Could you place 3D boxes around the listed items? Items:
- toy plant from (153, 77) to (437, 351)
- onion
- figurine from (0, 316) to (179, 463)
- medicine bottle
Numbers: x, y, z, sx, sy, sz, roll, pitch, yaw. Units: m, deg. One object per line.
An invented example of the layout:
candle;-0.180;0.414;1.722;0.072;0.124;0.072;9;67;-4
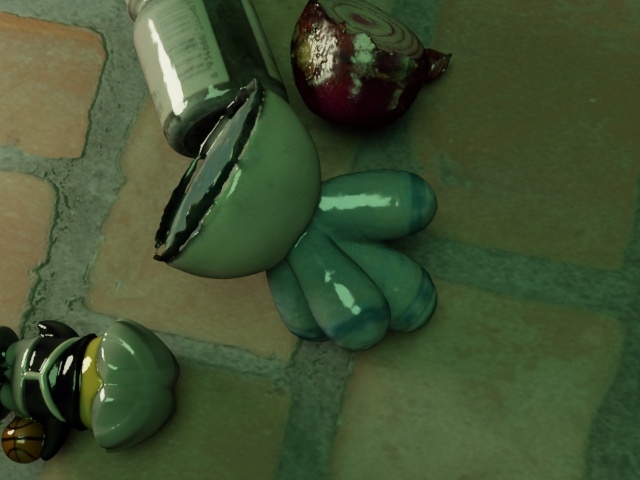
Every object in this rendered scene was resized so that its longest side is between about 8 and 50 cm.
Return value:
toy plant;0.000;0.000;1.132;0.332;0.247;0.247;31;77;-17
onion;0.068;-0.218;1.252;0.195;0.218;0.139;46;124;46
figurine;-0.288;0.177;1.171;0.236;0.133;0.176;1;82;10
medicine bottle;-0.155;-0.256;1.271;0.165;0.165;0.273;-20;70;1
